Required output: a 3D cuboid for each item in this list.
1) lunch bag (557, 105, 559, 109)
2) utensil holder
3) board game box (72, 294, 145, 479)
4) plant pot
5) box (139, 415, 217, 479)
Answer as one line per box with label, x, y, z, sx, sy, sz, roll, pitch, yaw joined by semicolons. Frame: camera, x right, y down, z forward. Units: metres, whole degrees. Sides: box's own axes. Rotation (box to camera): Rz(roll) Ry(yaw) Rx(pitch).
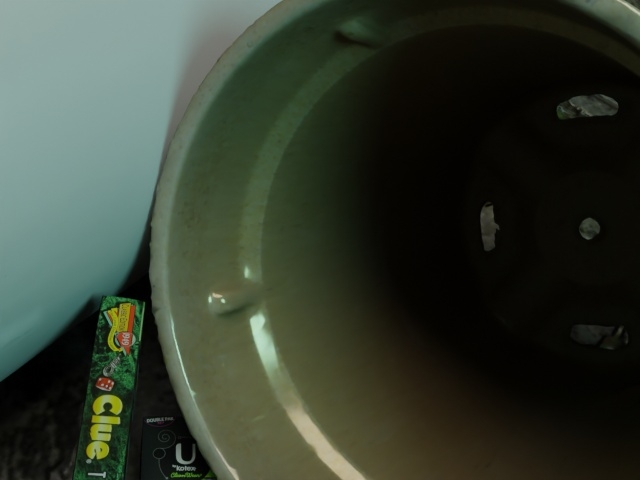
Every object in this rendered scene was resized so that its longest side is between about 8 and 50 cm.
lunch bag;0.113;-0.242;0.921;0.287;0.169;0.235;17;44;-4
utensil holder;-0.177;-0.125;0.625;0.328;0.327;0.385;32;50;17
board game box;-0.117;0.169;0.471;0.030;0.136;0.259;8;45;-12
plant pot;0.124;0.013;0.565;0.334;0.333;0.305;37;25;21
box;-0.068;0.146;0.566;0.083;0.052;0.062;2;46;-11
